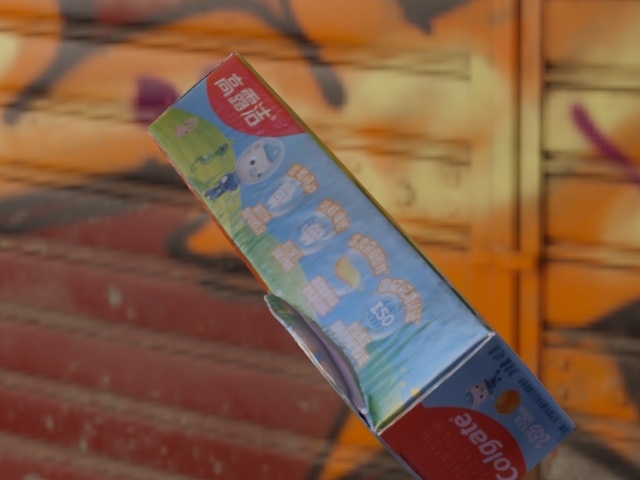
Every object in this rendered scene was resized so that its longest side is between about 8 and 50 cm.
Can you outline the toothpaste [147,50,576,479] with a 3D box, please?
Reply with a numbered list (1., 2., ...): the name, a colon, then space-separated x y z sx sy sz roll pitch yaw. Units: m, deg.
1. toothpaste: 0.000 0.000 0.559 0.044 0.070 0.193 -41 37 1
